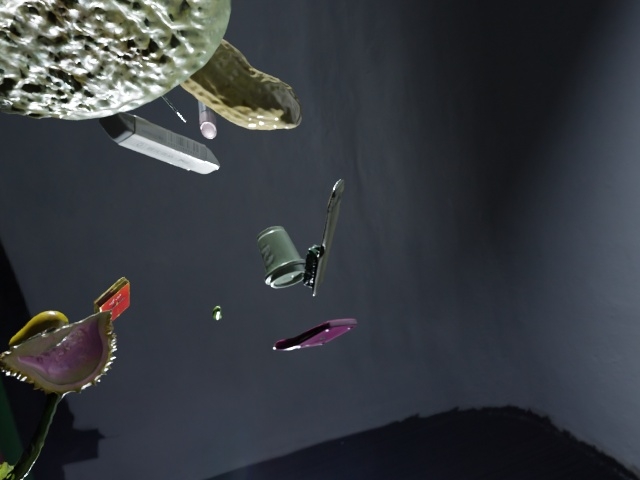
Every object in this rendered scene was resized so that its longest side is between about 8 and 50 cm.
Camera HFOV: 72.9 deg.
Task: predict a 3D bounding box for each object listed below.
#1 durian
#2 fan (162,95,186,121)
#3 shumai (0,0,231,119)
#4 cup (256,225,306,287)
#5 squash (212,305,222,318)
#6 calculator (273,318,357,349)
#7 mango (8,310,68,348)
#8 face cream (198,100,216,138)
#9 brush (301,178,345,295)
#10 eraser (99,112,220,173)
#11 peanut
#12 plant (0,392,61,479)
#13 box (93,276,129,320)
[{"bbox_3d":[-0.493,0.214,0.842,0.165,0.182,0.132,8,129,28],"label":"durian"},{"bbox_3d":[-0.446,-0.413,1.217,0.223,0.012,0.294,44,174,45],"label":"fan"},{"bbox_3d":[-0.334,-0.364,0.539,0.324,0.397,0.324,65,180,-71],"label":"shumai"},{"bbox_3d":[-0.102,0.040,1.119,0.120,0.119,0.141,112,140,-64],"label":"cup"},{"bbox_3d":[-0.296,0.207,1.240,0.089,0.027,0.027,111,144,-62],"label":"squash"},{"bbox_3d":[-0.011,0.231,1.043,0.190,0.126,0.034,-30,65,34],"label":"calculator"},{"bbox_3d":[-0.825,0.275,1.273,0.103,0.161,0.076,56,162,6],"label":"mango"},{"bbox_3d":[-0.389,-0.449,1.484,0.084,0.057,0.199,90,168,-61],"label":"face cream"},{"bbox_3d":[0.000,0.000,0.540,0.191,0.027,0.034,102,-165,-48],"label":"brush"},{"bbox_3d":[-0.444,-0.273,1.233,0.089,0.351,0.061,-15,72,34],"label":"eraser"},{"bbox_3d":[-0.187,-0.348,0.972,0.140,0.325,0.153,-47,27,41],"label":"peanut"},{"bbox_3d":[-0.613,0.454,0.777,0.334,0.180,0.251,-57,34,24],"label":"plant"},{"bbox_3d":[-0.509,0.156,1.058,0.023,0.090,0.133,34,139,2],"label":"box"}]
